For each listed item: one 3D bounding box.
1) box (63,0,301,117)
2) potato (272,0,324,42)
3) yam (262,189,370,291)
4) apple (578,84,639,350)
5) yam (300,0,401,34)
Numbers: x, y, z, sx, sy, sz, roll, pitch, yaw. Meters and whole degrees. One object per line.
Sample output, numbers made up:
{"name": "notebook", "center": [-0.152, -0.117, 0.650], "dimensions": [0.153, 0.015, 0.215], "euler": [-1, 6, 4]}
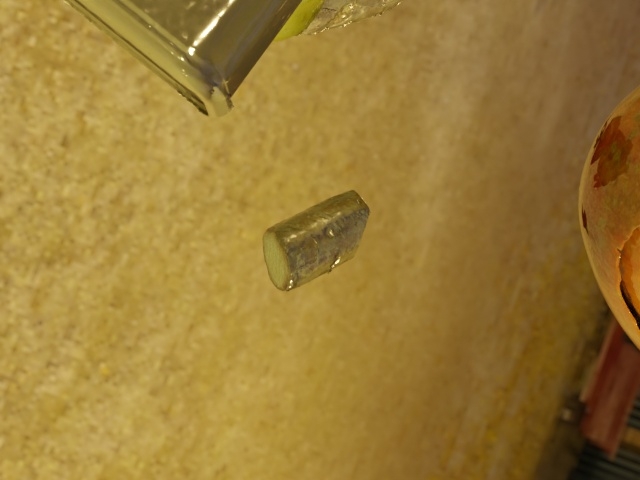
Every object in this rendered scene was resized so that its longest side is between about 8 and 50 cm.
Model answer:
{"name": "box", "center": [-0.131, -0.246, 1.149], "dimensions": [0.178, 0.274, 0.138], "euler": [-50, 178, -4]}
{"name": "potato", "center": [-0.100, -0.342, 1.547], "dimensions": [0.304, 0.215, 0.216], "euler": [52, 52, -34]}
{"name": "yam", "center": [0.000, 0.000, 1.422], "dimensions": [0.146, 0.069, 0.070], "euler": [-26, 136, -42]}
{"name": "apple", "center": [0.270, -0.005, 0.845], "dimensions": [0.207, 0.236, 0.237], "euler": [-72, 175, -67]}
{"name": "yam", "center": [0.024, -0.338, 1.992], "dimensions": [0.183, 0.107, 0.107], "euler": [-21, 138, -27]}
